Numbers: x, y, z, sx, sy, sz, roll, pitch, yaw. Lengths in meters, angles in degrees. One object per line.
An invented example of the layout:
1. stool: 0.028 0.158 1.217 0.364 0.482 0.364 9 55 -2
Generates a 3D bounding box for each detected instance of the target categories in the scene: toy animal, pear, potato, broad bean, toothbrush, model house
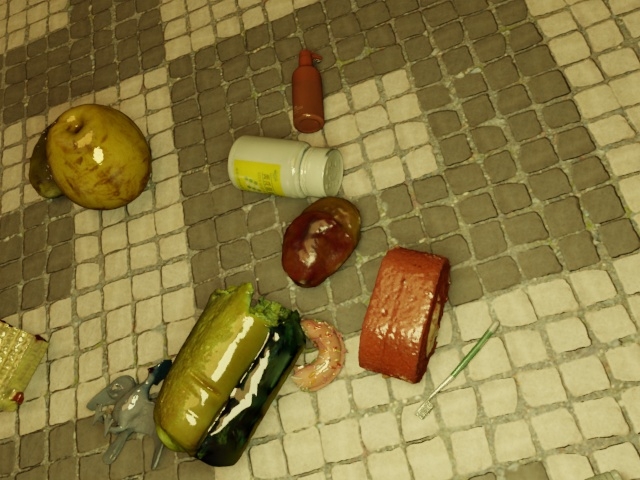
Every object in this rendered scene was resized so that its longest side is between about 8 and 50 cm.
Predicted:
1. toy animal: -0.420 0.391 1.494 0.239 0.176 0.255 35 115 32
2. pear: -0.583 -0.219 1.729 0.281 0.280 0.280 -8 64 16
3. potato: -0.753 -0.233 1.877 0.149 0.113 0.251 7 67 18
4. broad bean: 0.001 0.000 1.504 0.156 0.122 0.228 33 83 31
5. toothbrush: 0.281 0.261 1.342 0.024 0.018 0.257 38 82 26
6. model house: -0.793 0.295 1.621 0.254 0.160 0.196 18 73 23

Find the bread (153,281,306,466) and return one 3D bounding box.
1. bread: -0.199 0.274 1.372 0.376 0.208 0.251 -62 21 -12

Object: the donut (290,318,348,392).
1. donut: 0.000 0.242 1.422 0.117 0.065 0.166 -8 65 16

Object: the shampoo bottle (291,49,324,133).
1. shampoo bottle: -0.033 -0.399 1.727 0.085 0.085 0.244 -9 62 15

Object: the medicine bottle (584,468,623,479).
1. medicine bottle: 0.489 0.445 1.160 0.091 0.058 0.058 -23 61 8

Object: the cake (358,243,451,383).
1. cake: 0.170 0.143 1.345 0.151 0.177 0.282 14 73 25

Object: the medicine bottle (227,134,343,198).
1. medicine bottle: -0.084 -0.177 1.603 0.258 0.143 0.143 9 69 22
